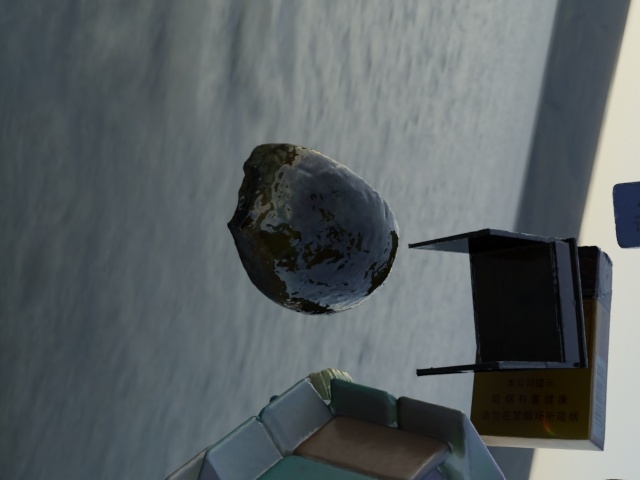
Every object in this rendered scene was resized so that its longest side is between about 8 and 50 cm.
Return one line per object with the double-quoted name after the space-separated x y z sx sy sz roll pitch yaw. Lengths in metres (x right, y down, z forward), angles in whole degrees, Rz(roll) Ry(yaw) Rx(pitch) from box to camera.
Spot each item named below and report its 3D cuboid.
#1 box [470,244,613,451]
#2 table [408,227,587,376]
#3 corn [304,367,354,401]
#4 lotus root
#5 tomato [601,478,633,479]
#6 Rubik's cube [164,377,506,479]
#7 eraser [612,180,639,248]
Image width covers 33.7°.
0.462 0.220 2.204 0.116 0.264 0.415 36 57 -51 "box"
0.325 0.118 1.935 0.282 0.196 0.250 7 78 -47 "table"
0.043 0.384 1.919 0.123 0.122 0.305 135 -59 -63 "corn"
0.005 -0.002 1.574 0.314 0.142 0.210 33 62 -53 "lotus root"
0.439 0.448 1.399 0.270 0.270 0.222 69 39 -71 "tomato"
0.038 0.332 1.172 0.387 0.368 0.358 -33 180 42 "Rubik's cube"
0.466 -0.038 1.260 0.036 0.225 0.082 12 73 -76 "eraser"
